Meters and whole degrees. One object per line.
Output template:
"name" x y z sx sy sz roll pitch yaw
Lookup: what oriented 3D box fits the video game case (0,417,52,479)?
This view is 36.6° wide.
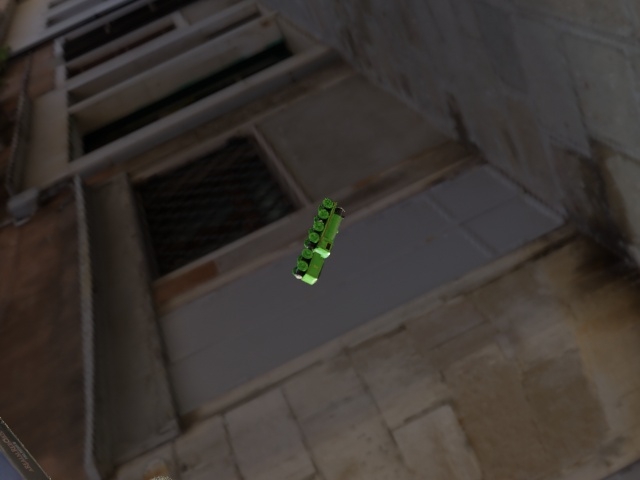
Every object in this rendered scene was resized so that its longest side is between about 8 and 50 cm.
"video game case" -0.324 0.176 0.756 0.274 0.196 0.026 42 -159 24

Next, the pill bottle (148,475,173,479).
"pill bottle" -0.115 0.386 0.859 0.319 0.176 0.176 54 176 0

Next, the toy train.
"toy train" 0.000 0.000 0.809 0.023 0.083 0.017 27 147 -7
